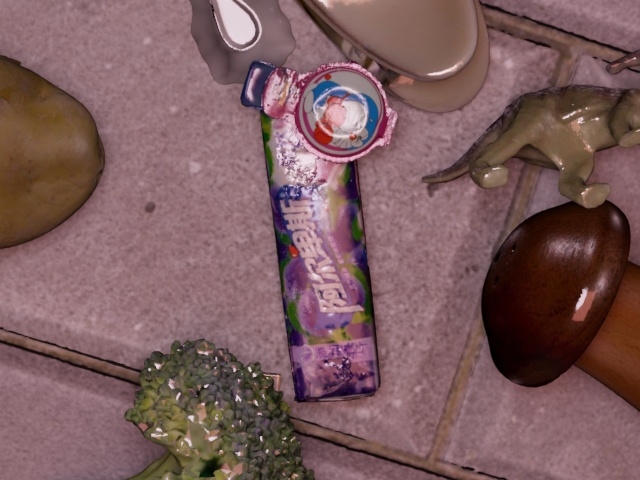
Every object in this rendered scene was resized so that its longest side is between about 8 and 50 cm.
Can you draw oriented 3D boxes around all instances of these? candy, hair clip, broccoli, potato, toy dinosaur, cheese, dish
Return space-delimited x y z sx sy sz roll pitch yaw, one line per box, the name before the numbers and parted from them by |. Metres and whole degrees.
candy | 0.000 0.000 1.430 0.088 0.061 0.312 -7 97 0
hair clip | 0.062 -0.246 1.386 0.172 0.113 0.282 -36 92 1
broccoli | -0.143 0.276 1.350 0.302 0.249 0.375 4 90 3
potato | -0.314 -0.082 1.359 0.235 0.160 0.178 0 136 -16
toy dinosaur | 0.241 -0.103 1.387 0.294 0.162 0.077 -16 119 -3
cheese | 0.000 -0.125 1.366 0.145 0.038 0.095 17 94 -3
dish | -0.084 -0.215 1.408 0.091 0.039 0.137 -29 99 1

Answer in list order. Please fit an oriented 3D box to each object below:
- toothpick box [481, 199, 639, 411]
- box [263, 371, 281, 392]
toothpick box | 0.295 0.086 1.399 0.294 0.192 0.192 28 95 -13
box | -0.066 0.172 1.472 0.046 0.012 0.083 6 97 -4
